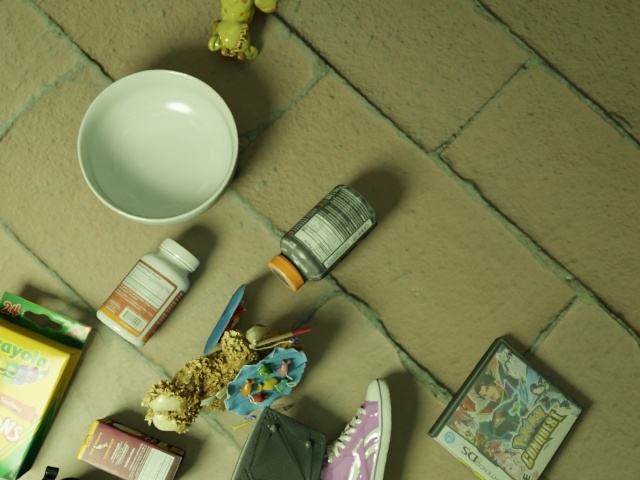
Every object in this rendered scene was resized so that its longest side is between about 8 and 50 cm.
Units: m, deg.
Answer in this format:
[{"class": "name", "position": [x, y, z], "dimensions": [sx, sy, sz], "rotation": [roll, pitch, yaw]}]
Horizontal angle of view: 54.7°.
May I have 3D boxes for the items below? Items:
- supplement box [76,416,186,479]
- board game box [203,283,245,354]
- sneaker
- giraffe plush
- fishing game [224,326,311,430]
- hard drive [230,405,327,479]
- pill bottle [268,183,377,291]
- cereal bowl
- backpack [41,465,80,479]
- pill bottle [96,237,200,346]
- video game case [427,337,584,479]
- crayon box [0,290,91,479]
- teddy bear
[{"class": "supplement box", "position": [-0.374, 0.430, 1.239], "dimensions": [0.188, 0.104, 0.081], "rotation": [24, 76, -2]}, {"class": "board game box", "position": [-0.190, 0.173, 1.307], "dimensions": [0.033, 0.133, 0.169], "rotation": [31, 76, -12]}, {"class": "sneaker", "position": [0.059, 0.423, 1.299], "dimensions": [0.161, 0.102, 0.282], "rotation": [11, 77, -2]}, {"class": "giraffe plush", "position": [-0.197, -0.518, 1.450], "dimensions": [0.181, 0.210, 0.171], "rotation": [9, 110, -16]}, {"class": "fishing game", "position": [-0.103, 0.284, 1.219], "dimensions": [0.189, 0.264, 0.041], "rotation": [-10, 43, -35]}, {"class": "hard drive", "position": [-0.095, 0.474, 1.204], "dimensions": [0.172, 0.054, 0.255], "rotation": [29, 59, -16]}, {"class": "pill bottle", "position": [0.000, 0.000, 1.366], "dimensions": [0.245, 0.130, 0.130], "rotation": [-43, 86, -13]}, {"class": "cereal bowl", "position": [-0.346, -0.190, 1.357], "dimensions": [0.338, 0.141, 0.339], "rotation": [2, 77, -7]}, {"class": "backpack", "position": [-0.523, 0.598, 1.132], "dimensions": [0.263, 0.213, 0.277], "rotation": [-29, 77, -20]}, {"class": "pill bottle", "position": [-0.356, 0.105, 1.303], "dimensions": [0.121, 0.121, 0.216], "rotation": [36, 75, 2]}, {"class": "video game case", "position": [0.416, 0.403, 1.379], "dimensions": [0.248, 0.035, 0.275], "rotation": [40, 76, 3]}, {"class": "crayon box", "position": [-0.619, 0.283, 1.225], "dimensions": [0.202, 0.081, 0.319], "rotation": [22, 86, -2]}, {"class": "teddy bear", "position": [-0.200, 0.263, 1.237], "dimensions": [0.338, 0.245, 0.113], "rotation": [-33, 58, -12]}]
